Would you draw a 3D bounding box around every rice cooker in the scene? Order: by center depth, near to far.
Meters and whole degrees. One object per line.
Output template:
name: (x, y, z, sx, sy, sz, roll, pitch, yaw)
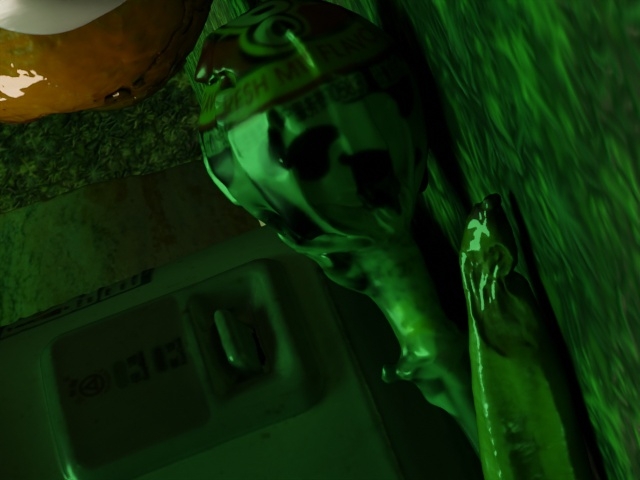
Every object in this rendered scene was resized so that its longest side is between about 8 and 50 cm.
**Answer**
rice cooker: (-0.059, 0.135, 0.758, 0.264, 0.316, 0.317, 69, 177, -52)

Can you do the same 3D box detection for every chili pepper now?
chili pepper: (0.076, 0.083, 0.564, 0.049, 0.043, 0.208, -68, -42, -78)

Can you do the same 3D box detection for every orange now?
orange: (-0.187, -0.196, 1.104, 0.246, 0.246, 0.246, 158, 90, -86)

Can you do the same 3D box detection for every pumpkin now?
pumpkin: (-0.134, 0.063, 1.231, 0.332, 0.332, 0.199, 80, 169, -72)

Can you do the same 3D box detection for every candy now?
candy: (0.048, 0.047, 0.627, 0.305, 0.083, 0.091, 60, 175, -6)

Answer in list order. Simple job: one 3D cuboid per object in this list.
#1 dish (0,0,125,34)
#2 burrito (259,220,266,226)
dish: (-0.127, -0.253, 0.849, 0.273, 0.133, 0.273, 33, -130, -51)
burrito: (0.000, 0.000, 0.971, 0.087, 0.060, 0.226, -175, 62, -80)
